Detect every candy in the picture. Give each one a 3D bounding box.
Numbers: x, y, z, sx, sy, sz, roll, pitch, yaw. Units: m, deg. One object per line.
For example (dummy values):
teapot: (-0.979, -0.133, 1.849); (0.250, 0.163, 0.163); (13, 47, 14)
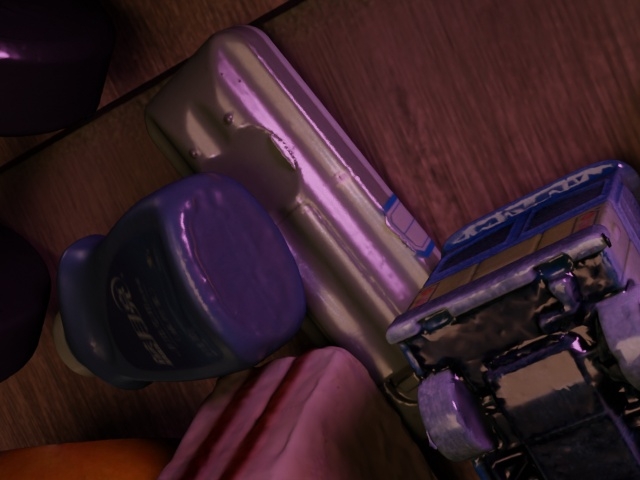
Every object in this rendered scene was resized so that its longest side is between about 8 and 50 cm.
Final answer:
candy: (0.021, 0.253, 0.823); (0.135, 0.179, 0.320); (-17, 113, 33)

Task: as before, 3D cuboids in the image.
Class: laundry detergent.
laundry detergent: (-0.137, 0.051, 0.884); (0.290, 0.094, 0.143); (-25, 100, 50)

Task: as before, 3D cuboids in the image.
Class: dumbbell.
dumbbell: (-0.297, -0.054, 0.902); (0.204, 0.204, 0.322); (29, 119, 16)

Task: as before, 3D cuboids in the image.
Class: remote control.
remote control: (0.000, 0.000, 0.847); (0.128, 0.065, 0.335); (-40, 87, 34)

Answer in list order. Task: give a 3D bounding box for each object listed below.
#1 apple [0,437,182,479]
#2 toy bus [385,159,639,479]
apple: (-0.191, 0.340, 0.941); (0.374, 0.374, 0.384); (45, 161, 7)
toy bus: (0.191, 0.127, 0.706); (0.152, 0.190, 0.312); (-28, 98, 25)
